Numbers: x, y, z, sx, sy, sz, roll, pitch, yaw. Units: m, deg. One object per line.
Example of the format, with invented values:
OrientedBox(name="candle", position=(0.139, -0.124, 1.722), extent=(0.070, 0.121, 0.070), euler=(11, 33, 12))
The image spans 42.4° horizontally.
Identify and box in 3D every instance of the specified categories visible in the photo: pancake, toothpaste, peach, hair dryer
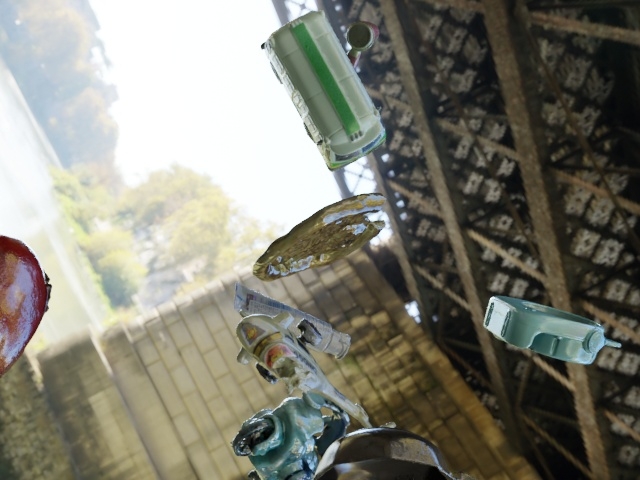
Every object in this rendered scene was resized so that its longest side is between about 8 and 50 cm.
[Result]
OrientedBox(name="pancake", position=(0.000, 0.000, 1.146), extent=(0.029, 0.211, 0.235), euler=(63, 3, 15))
OrientedBox(name="toothpaste", position=(-0.071, 0.192, 1.929), extent=(0.299, 0.073, 0.114), euler=(27, 28, -17))
OrientedBox(name="peach", position=(-0.745, 0.136, 1.770), extent=(0.201, 0.257, 0.362), euler=(59, 34, -56))
OrientedBox(name="hair dryer", position=(0.061, -0.350, 1.591), extent=(0.054, 0.154, 0.106), euler=(31, 18, 4))

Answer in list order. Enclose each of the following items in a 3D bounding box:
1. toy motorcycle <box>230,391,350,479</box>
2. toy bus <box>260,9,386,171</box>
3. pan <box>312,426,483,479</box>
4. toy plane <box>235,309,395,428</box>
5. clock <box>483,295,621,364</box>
OrientedBox(name="toy motorcycle", position=(-0.046, 0.351, 1.449), extent=(0.154, 0.206, 0.260), euler=(57, -12, 34))
OrientedBox(name="toy bus", position=(0.009, -0.271, 1.490), extent=(0.276, 0.133, 0.165), euler=(60, -2, -4))
OrientedBox(name="pan", position=(0.097, 0.229, 0.824), extent=(0.128, 0.201, 0.048), euler=(129, -28, -52))
OrientedBox(name="toy plane", position=(-0.009, 0.177, 1.048), extent=(0.286, 0.092, 0.108), euler=(45, 4, -39))
OrientedBox(name="clock", position=(0.513, 0.203, 1.819), extent=(0.223, 0.274, 0.094), euler=(-131, -123, -81))
